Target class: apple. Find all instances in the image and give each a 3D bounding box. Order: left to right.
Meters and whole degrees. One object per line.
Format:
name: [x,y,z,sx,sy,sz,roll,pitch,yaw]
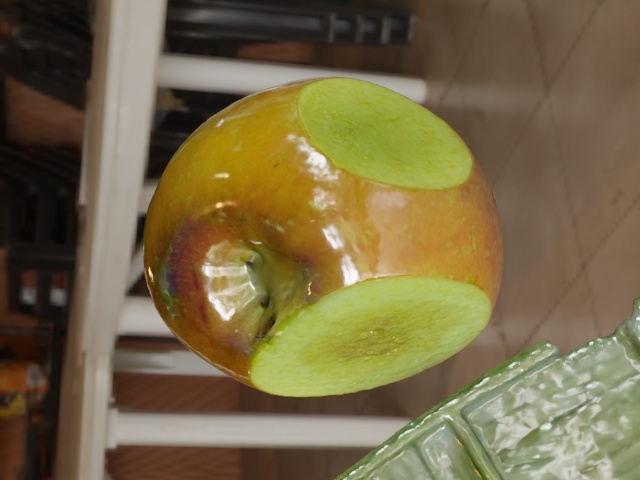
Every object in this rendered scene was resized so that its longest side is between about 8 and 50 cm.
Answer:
apple: [-0.003,0.004,0.579,0.163,0.147,0.146,44,123,23]

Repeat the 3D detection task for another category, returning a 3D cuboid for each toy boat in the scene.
toy boat: [0.092,0.102,0.531,0.093,0.293,0.055,58,170,21]
